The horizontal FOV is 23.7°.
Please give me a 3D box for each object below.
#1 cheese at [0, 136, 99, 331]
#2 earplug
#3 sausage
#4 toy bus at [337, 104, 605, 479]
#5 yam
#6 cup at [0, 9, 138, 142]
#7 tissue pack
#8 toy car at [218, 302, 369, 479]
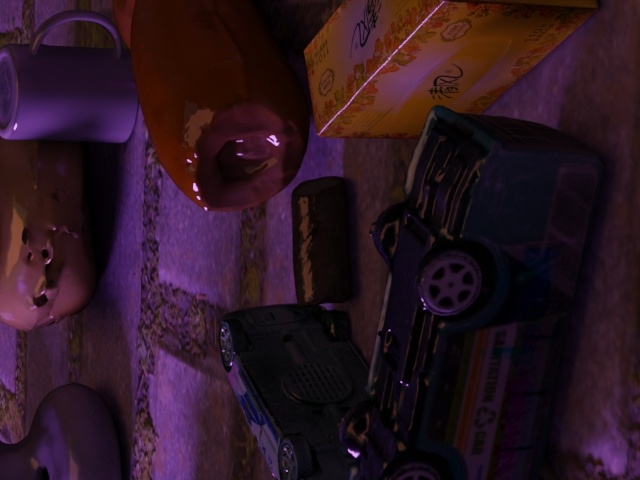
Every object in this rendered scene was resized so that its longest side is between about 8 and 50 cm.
[{"bbox_3d":[-0.313,-0.018,1.670,0.316,0.128,0.260,-127,34,-64],"label":"cheese"},{"bbox_3d":[-0.335,0.282,1.683,0.325,0.175,0.214,-24,62,29],"label":"earplug"},{"bbox_3d":[-0.102,-0.157,1.228,0.354,0.116,0.134,-116,20,-51],"label":"sausage"},{"bbox_3d":[0.075,0.062,0.826,0.091,0.109,0.262,-134,51,-60],"label":"toy bus"},{"bbox_3d":[0.000,0.000,1.081,0.043,0.043,0.094,172,96,-66],"label":"yam"},{"bbox_3d":[-0.262,-0.169,1.569,0.099,0.133,0.136,17,106,62],"label":"cup"},{"bbox_3d":[0.068,-0.116,0.858,0.176,0.095,0.062,137,128,-59],"label":"tissue pack"},{"bbox_3d":[-0.003,0.123,1.031,0.224,0.090,0.076,-124,35,-52],"label":"toy car"}]
